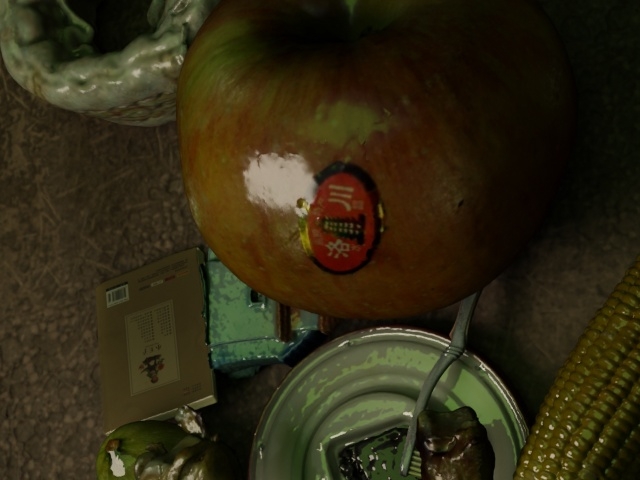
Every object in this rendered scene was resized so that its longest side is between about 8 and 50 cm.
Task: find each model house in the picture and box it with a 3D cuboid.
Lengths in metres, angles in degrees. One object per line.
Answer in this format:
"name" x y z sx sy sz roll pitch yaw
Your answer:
"model house" -0.044 0.075 1.828 0.148 0.119 0.148 -3 77 14

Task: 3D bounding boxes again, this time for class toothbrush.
"toothbrush" 0.150 0.070 1.749 0.037 0.028 0.375 16 71 12

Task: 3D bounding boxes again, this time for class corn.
"corn" 0.305 0.126 1.637 0.131 0.131 0.344 30 77 24

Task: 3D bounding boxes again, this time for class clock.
"clock" 0.072 0.243 1.762 0.318 0.080 0.319 -4 78 21

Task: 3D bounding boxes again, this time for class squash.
"squash" -0.170 0.244 1.804 0.123 0.186 0.123 -7 70 21

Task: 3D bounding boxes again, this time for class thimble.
"thimble" -0.205 -0.266 1.909 0.291 0.195 0.292 -2 84 20

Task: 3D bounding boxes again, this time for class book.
"book" -0.184 0.112 1.890 0.138 0.016 0.199 -20 54 16

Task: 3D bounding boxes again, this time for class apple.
"apple" 0.051 -0.105 1.696 0.400 0.334 0.400 -9 44 8

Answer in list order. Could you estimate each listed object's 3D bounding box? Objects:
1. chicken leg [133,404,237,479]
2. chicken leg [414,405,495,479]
"chicken leg" -0.069 0.371 1.702 0.201 0.153 0.429 -23 96 19
"chicken leg" 0.147 0.352 1.597 0.211 0.140 0.361 14 110 61
